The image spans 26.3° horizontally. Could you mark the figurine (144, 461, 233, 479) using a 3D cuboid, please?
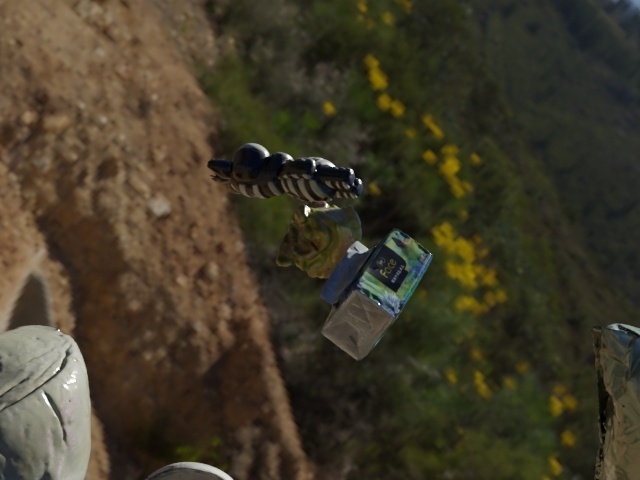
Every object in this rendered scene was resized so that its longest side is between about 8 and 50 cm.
[{"bbox_3d":[-0.146,0.302,1.420,0.166,0.250,0.141,26,23,-8],"label":"figurine"}]

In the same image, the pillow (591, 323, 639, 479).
[{"bbox_3d":[0.375,0.199,1.246,0.283,0.138,0.310,18,-34,20],"label":"pillow"}]

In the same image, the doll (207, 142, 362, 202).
[{"bbox_3d":[-0.050,-0.086,1.828,0.219,0.067,0.091,5,-20,26],"label":"doll"}]

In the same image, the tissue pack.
[{"bbox_3d":[0.049,0.048,1.391,0.079,0.085,0.111,36,44,1],"label":"tissue pack"}]

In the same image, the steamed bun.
[{"bbox_3d":[-0.469,0.285,1.868,0.383,0.247,0.236,-25,32,-37],"label":"steamed bun"}]

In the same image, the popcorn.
[{"bbox_3d":[0.002,0.000,1.665,0.089,0.109,0.097,-16,97,-57],"label":"popcorn"}]
